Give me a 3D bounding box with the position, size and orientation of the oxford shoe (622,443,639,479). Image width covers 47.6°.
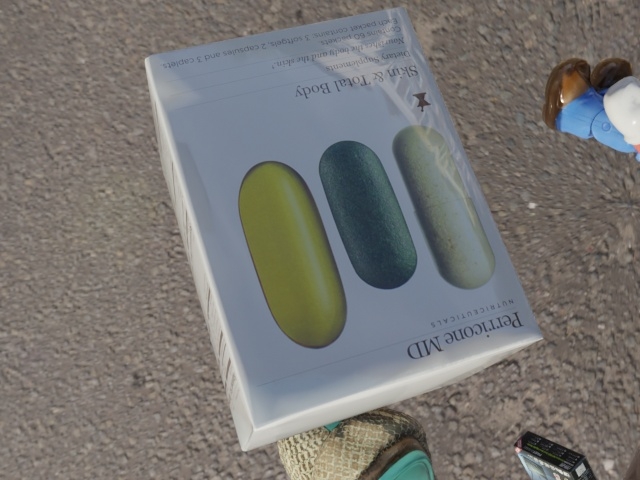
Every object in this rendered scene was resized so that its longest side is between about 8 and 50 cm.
[{"bbox_3d":[0.235,0.137,0.469,0.097,0.271,0.098,45,129,-5],"label":"oxford shoe"}]

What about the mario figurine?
[{"bbox_3d":[0.389,-0.117,0.700,0.198,0.170,0.320,-41,50,-13],"label":"mario figurine"}]

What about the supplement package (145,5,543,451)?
[{"bbox_3d":[0.000,0.000,0.564,0.199,0.198,0.262,-15,73,-13],"label":"supplement package"}]

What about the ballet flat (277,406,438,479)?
[{"bbox_3d":[0.063,0.304,0.813,0.164,0.482,0.182,-39,46,-18],"label":"ballet flat"}]

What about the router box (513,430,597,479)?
[{"bbox_3d":[0.361,0.351,1.099,0.038,0.122,0.092,-38,110,-19],"label":"router box"}]
